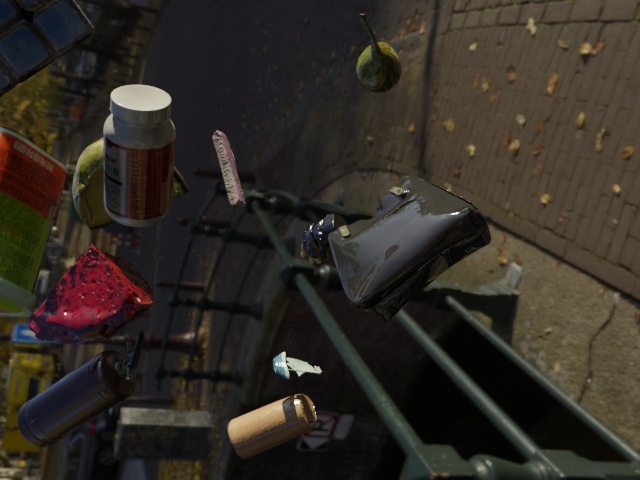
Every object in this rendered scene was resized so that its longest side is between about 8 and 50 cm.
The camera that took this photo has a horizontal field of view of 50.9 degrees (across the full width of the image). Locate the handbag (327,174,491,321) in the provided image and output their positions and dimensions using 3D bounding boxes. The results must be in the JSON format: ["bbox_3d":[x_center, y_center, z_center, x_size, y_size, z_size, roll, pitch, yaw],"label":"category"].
[{"bbox_3d":[0.174,-0.002,1.524,0.342,0.152,0.288,-37,42,1],"label":"handbag"}]

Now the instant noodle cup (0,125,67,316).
[{"bbox_3d":[-0.654,-0.040,1.302,0.294,0.294,0.308,-33,41,59],"label":"instant noodle cup"}]

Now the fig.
[{"bbox_3d":[0.160,-0.543,1.940,0.245,0.149,0.149,64,-165,-54],"label":"fig"}]

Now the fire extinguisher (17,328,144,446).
[{"bbox_3d":[-0.502,0.319,1.454,0.337,0.114,0.135,-32,48,21],"label":"fire extinguisher"}]

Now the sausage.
[{"bbox_3d":[-0.137,0.540,1.976,0.123,0.253,0.123,156,90,-88],"label":"sausage"}]

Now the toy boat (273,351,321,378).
[{"bbox_3d":[-0.074,0.361,1.970,0.105,0.149,0.034,46,130,41],"label":"toy boat"}]

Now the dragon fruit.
[{"bbox_3d":[-0.639,0.148,1.829,0.302,0.330,0.240,-134,19,-80],"label":"dragon fruit"}]

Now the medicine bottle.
[{"bbox_3d":[-0.341,-0.155,1.265,0.131,0.131,0.250,-111,27,-49],"label":"medicine bottle"}]

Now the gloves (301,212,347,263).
[{"bbox_3d":[0.000,0.000,2.176,0.203,0.124,0.164,-33,10,28],"label":"gloves"}]

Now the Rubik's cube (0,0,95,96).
[{"bbox_3d":[-0.715,-0.497,1.455,0.301,0.305,0.304,-38,25,-11],"label":"Rubik's cube"}]

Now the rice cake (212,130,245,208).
[{"bbox_3d":[-0.224,-0.174,1.637,0.047,0.036,0.206,60,-167,-71],"label":"rice cake"}]

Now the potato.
[{"bbox_3d":[-0.593,-0.228,1.974,0.213,0.330,0.280,55,160,27],"label":"potato"}]
